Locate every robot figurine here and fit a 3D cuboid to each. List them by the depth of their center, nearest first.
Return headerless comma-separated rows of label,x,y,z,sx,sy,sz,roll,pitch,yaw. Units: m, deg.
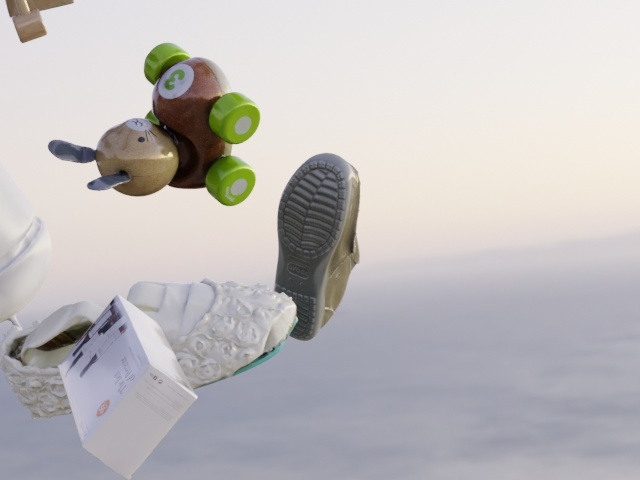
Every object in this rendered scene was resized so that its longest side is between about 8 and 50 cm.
robot figurine,-0.485,-0.028,2.339,0.200,0.353,0.300,-28,22,13

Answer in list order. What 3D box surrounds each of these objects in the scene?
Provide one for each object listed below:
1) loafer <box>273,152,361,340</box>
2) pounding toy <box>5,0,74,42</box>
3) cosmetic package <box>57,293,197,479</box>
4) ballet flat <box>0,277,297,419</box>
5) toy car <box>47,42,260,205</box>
loafer,0.000,0.000,2.204,0.094,0.251,0.087,28,33,23
pounding toy,-0.334,-0.331,2.117,0.094,0.206,0.181,-15,-18,-9
cosmetic package,-0.185,0.131,1.678,0.060,0.099,0.239,37,2,-19
ballet flat,-0.227,0.119,2.149,0.409,0.147,0.147,-18,-6,29
toy car,-0.183,-0.105,1.883,0.188,0.149,0.155,-20,41,-33
